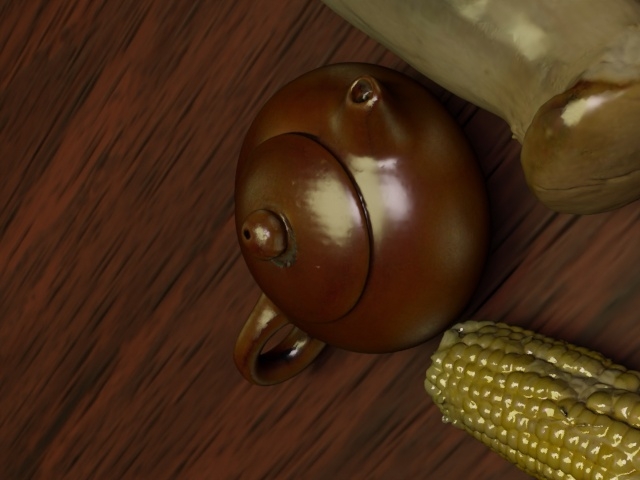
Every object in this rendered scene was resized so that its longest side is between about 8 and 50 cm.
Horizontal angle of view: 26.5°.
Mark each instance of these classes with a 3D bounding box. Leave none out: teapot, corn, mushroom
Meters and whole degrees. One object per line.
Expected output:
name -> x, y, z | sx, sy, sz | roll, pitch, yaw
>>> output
teapot -> 0.000, 0.000, 0.820 | 0.178, 0.135, 0.252 | 50, 132, 29
corn -> 0.176, 0.115, 0.707 | 0.288, 0.086, 0.087 | 26, 110, 40
mushroom -> 0.057, -0.173, 0.765 | 0.154, 0.137, 0.407 | -47, 57, 22
